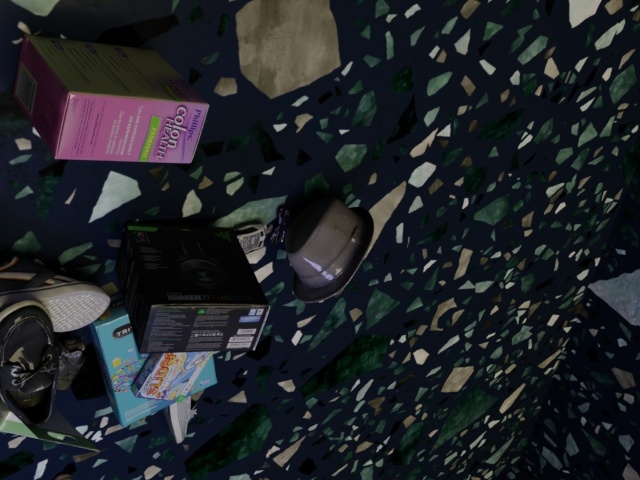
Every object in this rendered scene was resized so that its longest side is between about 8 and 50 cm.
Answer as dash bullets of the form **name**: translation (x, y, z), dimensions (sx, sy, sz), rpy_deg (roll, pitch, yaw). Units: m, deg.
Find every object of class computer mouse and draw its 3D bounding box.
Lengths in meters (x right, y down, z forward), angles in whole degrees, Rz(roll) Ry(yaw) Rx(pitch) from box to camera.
- **computer mouse**: translation (-0.158, -0.014, 1.817), dimensions (0.193, 0.042, 0.106), rpy_deg (-20, 142, -35)

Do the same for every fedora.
- **fedora**: translation (0.000, 0.000, 1.837), dimensions (0.124, 0.244, 0.275), rpy_deg (45, 59, -27)

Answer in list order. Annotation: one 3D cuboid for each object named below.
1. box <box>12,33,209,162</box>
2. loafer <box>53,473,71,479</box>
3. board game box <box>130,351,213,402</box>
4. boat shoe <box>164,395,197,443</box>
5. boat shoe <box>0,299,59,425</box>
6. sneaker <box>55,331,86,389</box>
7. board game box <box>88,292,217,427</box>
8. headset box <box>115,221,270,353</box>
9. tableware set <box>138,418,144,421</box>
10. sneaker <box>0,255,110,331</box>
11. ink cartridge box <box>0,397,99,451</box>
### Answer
- **box**: translation (-0.350, -0.233, 1.298), dimensions (0.243, 0.213, 0.117), rpy_deg (-4, 127, -40)
- **loafer**: translation (-0.678, 0.653, 1.968), dimensions (0.148, 0.050, 0.056), rpy_deg (-52, 141, 10)
- **board game box**: translation (-0.329, 0.278, 1.793), dimensions (0.136, 0.035, 0.201), rpy_deg (20, 107, -46)
- **boat shoe**: translation (-0.358, 0.438, 2.028), dimensions (0.081, 0.079, 0.227), rpy_deg (-17, 132, -24)
- **boat shoe**: translation (-0.546, 0.245, 1.466), dimensions (0.127, 0.113, 0.340), rpy_deg (-20, 149, -38)
- **sneaker**: translation (-0.585, 0.238, 1.638), dimensions (0.130, 0.087, 0.227), rpy_deg (-51, 145, 7)
- **board game box**: translation (-0.384, 0.249, 1.812), dimensions (0.254, 0.079, 0.336), rpy_deg (-23, 133, -25)
- **headset box**: translation (-0.272, 0.089, 1.610), dimensions (0.246, 0.283, 0.131), rpy_deg (3, 125, -28)
- **tableware set**: translation (-0.456, 0.398, 1.949), dimensions (0.104, 0.024, 0.154), rpy_deg (-26, 139, -21)
- **sneaker**: translation (-0.549, 0.099, 1.515), dimensions (0.126, 0.127, 0.321), rpy_deg (-49, 158, 14)
- **ink cartridge box**: translation (-0.598, 0.392, 1.645), dimensions (0.056, 0.235, 0.171), rpy_deg (-59, 142, -3)
